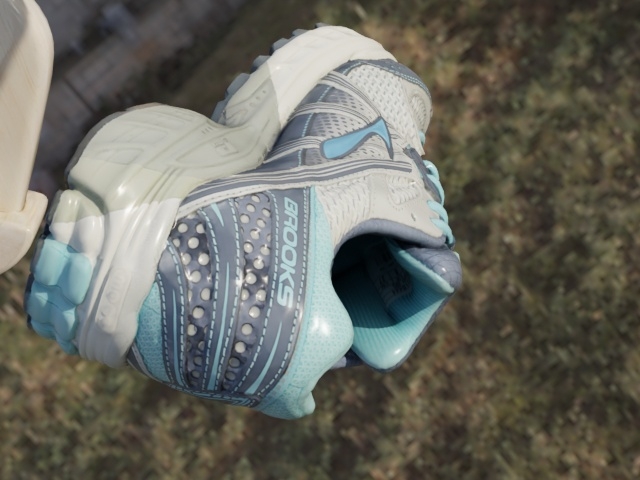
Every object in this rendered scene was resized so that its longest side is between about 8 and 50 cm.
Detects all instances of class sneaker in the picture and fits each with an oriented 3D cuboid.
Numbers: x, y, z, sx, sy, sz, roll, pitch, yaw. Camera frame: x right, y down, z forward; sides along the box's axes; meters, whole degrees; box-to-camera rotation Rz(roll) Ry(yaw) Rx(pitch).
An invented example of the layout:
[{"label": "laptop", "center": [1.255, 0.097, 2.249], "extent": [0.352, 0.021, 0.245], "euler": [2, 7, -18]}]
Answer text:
[{"label": "sneaker", "center": [0.000, 0.000, 0.658], "extent": [0.283, 0.122, 0.110], "euler": [-39, -25, -61]}]

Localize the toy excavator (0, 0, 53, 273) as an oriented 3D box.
[{"label": "toy excavator", "center": [-0.289, -0.240, 1.166], "extent": [0.433, 0.445, 0.222], "euler": [-47, 13, 16]}]
